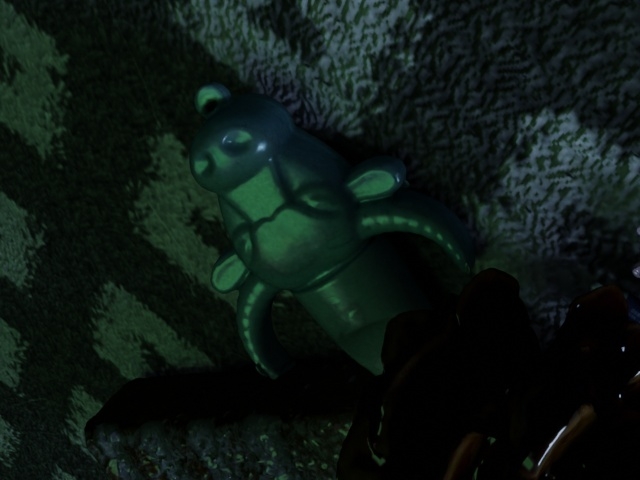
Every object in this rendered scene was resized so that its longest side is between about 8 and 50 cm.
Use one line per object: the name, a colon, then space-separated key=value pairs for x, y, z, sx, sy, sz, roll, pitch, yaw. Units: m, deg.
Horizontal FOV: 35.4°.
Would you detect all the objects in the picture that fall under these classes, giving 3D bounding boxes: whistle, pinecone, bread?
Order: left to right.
bread: x=-0.055 y=0.203 z=0.932 sx=0.417 sy=0.113 sz=0.165 roll=-14 pitch=117 yaw=46
whistle: x=0.000 y=0.000 z=0.715 sx=0.186 sy=0.093 sz=0.274 roll=-32 pitch=105 yaw=24
pinecone: x=0.140 y=0.161 z=0.553 sx=0.298 sy=0.242 sz=0.296 roll=52 pitch=178 yaw=-37

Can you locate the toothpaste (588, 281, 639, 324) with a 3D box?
toothpaste: x=0.227 y=0.071 z=0.634 sx=0.140 sy=0.021 sz=0.037 roll=38 pitch=139 yaw=5

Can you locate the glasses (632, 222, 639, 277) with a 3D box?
glasses: x=0.271 y=0.090 z=0.556 sx=0.162 sy=0.095 sz=0.255 roll=-19 pitch=108 yaw=54
